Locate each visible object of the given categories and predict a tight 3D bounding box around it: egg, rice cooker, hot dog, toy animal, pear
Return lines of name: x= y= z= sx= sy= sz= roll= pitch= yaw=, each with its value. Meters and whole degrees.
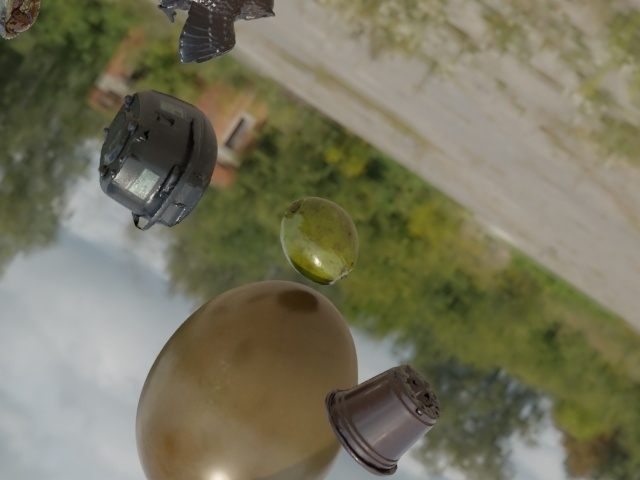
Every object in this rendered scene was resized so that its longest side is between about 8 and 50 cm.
egg: x=-0.101 y=0.235 z=2.309 sx=0.301 sy=0.374 sz=0.301 roll=31 pitch=-171 yaw=-5
rice cooker: x=-0.197 y=-0.099 z=1.933 sx=0.118 sy=0.142 sz=0.203 roll=28 pitch=-159 yaw=-23
hot dog: x=-0.482 y=-0.445 z=2.588 sx=0.069 sy=0.252 sz=0.131 roll=25 pitch=-150 yaw=18
toy animal: x=-0.156 y=-0.369 z=2.421 sx=0.179 sy=0.218 sz=0.116 roll=2 pitch=166 yaw=-4
pear: x=0.000 y=0.000 z=2.273 sx=0.131 sy=0.107 sz=0.107 roll=53 pitch=178 yaw=-11

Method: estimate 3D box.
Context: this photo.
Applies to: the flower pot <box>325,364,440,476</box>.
flower pot: x=0.073 y=0.180 z=1.694 sx=0.111 sy=0.089 sz=0.111 roll=43 pitch=-158 yaw=-22
